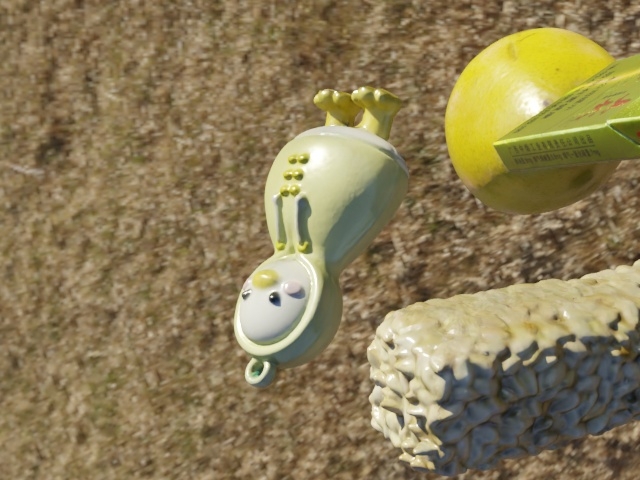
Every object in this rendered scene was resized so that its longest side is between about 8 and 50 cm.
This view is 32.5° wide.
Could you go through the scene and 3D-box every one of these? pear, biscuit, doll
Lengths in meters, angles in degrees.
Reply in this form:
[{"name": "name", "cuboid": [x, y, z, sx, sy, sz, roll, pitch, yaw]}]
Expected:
[{"name": "pear", "cuboid": [0.325, -0.160, 1.595, 0.285, 0.336, 0.285, -1, 122, -2]}, {"name": "biscuit", "cuboid": [0.104, 0.054, 0.508, 0.082, 0.169, 0.070, -133, 37, -58]}, {"name": "doll", "cuboid": [-0.007, -0.006, 1.004, 0.141, 0.117, 0.296, 5, 60, 39]}]

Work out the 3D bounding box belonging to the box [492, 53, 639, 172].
[{"name": "box", "cuboid": [0.296, -0.130, 1.016, 0.173, 0.311, 0.043, -34, 99, -12]}]
